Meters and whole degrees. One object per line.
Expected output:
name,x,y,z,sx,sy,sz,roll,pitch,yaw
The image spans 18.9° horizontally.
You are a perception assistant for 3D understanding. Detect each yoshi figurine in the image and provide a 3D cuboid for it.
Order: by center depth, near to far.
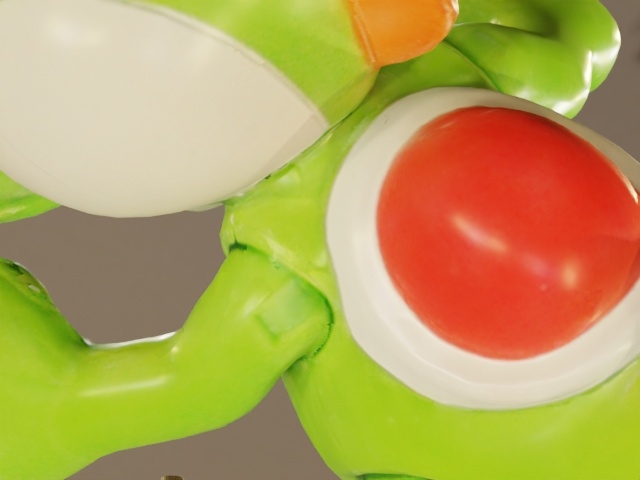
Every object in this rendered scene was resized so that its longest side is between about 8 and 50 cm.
yoshi figurine,-0.007,-0.003,0.497,0.362,0.203,0.203,47,-158,-15

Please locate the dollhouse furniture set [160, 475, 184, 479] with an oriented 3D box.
dollhouse furniture set,-0.146,0.183,0.776,0.184,0.129,0.129,5,-142,-23
